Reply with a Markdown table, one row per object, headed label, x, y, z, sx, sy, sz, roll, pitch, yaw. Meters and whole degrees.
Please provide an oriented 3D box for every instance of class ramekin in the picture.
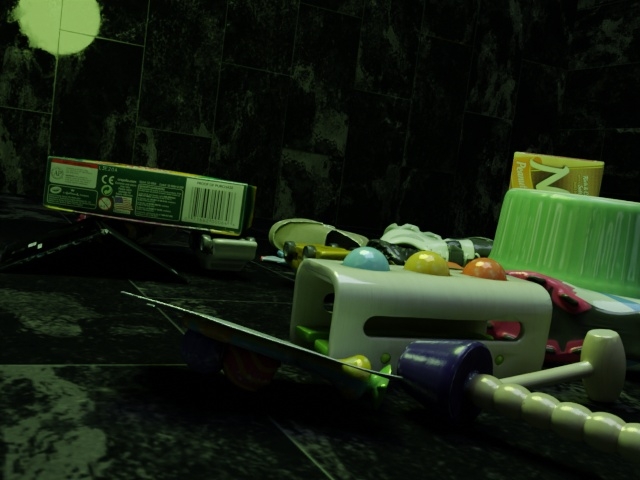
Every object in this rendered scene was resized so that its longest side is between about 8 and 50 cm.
| label | x | y | z | sx | sy | sz | roll | pitch | yaw |
| --- | --- | --- | --- | --- | --- | --- | --- | --- | --- |
| ramekin | 0.426 | 0.005 | 1.107 | 0.304 | 0.148 | 0.303 | 8 | 5 | -1 |

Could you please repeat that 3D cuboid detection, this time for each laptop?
| label | x | y | z | sx | sy | sz | roll | pitch | yaw |
| --- | --- | --- | --- | --- | --- | --- | --- | --- | --- |
| laptop | -0.397 | 0.040 | 1.197 | 0.265 | 0.136 | 0.234 | -22 | 14 | -19 |

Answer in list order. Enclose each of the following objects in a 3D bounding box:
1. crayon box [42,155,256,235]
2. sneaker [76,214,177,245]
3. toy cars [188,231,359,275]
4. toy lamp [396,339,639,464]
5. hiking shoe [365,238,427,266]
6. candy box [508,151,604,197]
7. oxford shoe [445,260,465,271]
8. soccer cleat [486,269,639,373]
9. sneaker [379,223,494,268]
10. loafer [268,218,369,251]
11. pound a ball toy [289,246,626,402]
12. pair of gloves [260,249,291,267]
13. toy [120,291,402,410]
| label | x | y | z | sx | sy | sz | roll | pitch | yaw |
| --- | --- | --- | --- | --- | --- | --- | --- | --- | --- |
| crayon box | -0.322 | -0.091 | 1.393 | 0.363 | 0.106 | 0.313 | 8 | 4 | -3 |
| sneaker | -0.424 | -0.020 | 1.546 | 0.225 | 0.088 | 0.093 | -5 | 20 | -38 |
| toy cars | -0.096 | 0.040 | 1.270 | 0.394 | 0.087 | 0.176 | 6 | 3 | 25 |
| toy lamp | 0.184 | 0.137 | 0.548 | 0.275 | 0.080 | 0.080 | 13 | 7 | 40 |
| hiking shoe | 0.190 | 0.055 | 1.521 | 0.114 | 0.086 | 0.227 | 2 | 16 | -36 |
| candy box | 0.491 | -0.024 | 1.490 | 0.183 | 0.316 | 0.087 | 10 | 5 | 20 |
| oxford shoe | 0.301 | 0.097 | 1.252 | 0.272 | 0.096 | 0.098 | 0 | 28 | -31 |
| soccer cleat | 0.361 | 0.122 | 0.928 | 0.331 | 0.115 | 0.143 | 11 | -10 | 20 |
| sneaker | 0.289 | 0.054 | 1.610 | 0.331 | 0.122 | 0.146 | 10 | 23 | 16 |
| loafer | 0.000 | 0.000 | 1.751 | 0.269 | 0.101 | 0.092 | 8 | -1 | 1 |
| pound a ball toy | 0.153 | 0.086 | 0.762 | 0.319 | 0.135 | 0.208 | 5 | 5 | -22 |
| pair of gloves | -0.046 | 0.046 | 1.606 | 0.159 | 0.023 | 0.198 | 9 | 4 | 19 |
| toy | -0.055 | 0.107 | 0.613 | 0.237 | 0.056 | 0.137 | 14 | -11 | 0 |
